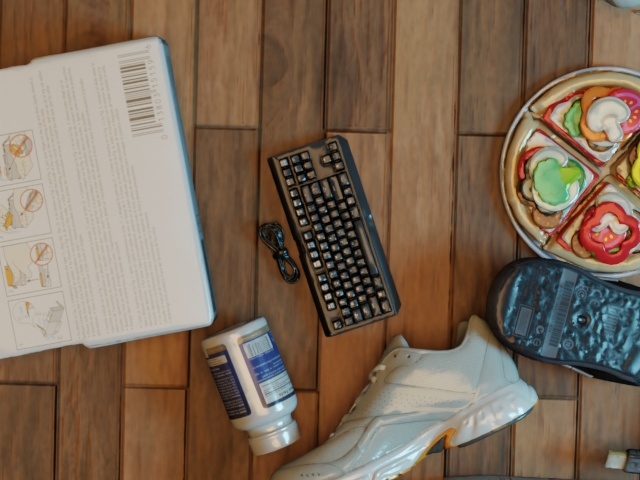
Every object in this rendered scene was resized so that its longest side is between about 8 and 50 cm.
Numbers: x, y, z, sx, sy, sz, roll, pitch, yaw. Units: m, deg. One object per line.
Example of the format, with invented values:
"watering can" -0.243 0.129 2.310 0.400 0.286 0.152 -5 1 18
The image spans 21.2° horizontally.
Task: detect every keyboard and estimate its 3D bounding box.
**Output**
"keyboard" 0.000 0.000 1.618 0.108 0.023 0.180 -18 91 1

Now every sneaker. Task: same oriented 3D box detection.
"sneaker" 0.063 0.158 1.596 0.262 0.099 0.121 -24 84 -6

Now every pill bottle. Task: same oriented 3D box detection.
"pill bottle" -0.062 0.137 1.601 0.067 0.067 0.120 -21 92 1

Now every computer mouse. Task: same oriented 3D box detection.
"computer mouse" 0.266 0.120 1.605 0.262 0.060 0.184 11 88 -12

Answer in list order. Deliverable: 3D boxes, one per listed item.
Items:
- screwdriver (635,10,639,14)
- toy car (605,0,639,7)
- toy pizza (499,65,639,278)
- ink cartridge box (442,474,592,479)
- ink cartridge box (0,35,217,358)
"screwdriver" 0.383 -0.207 1.611 0.170 0.024 0.025 12 63 6
"toy car" 0.280 -0.311 1.545 0.182 0.136 0.159 40 92 -1
"toy pizza" 0.270 -0.064 1.607 0.201 0.032 0.201 0 92 1
"ink cartridge box" 0.213 0.262 1.580 0.198 0.115 0.067 3 93 1
"ink cartridge box" -0.238 -0.035 1.600 0.239 0.060 0.275 -10 93 2
